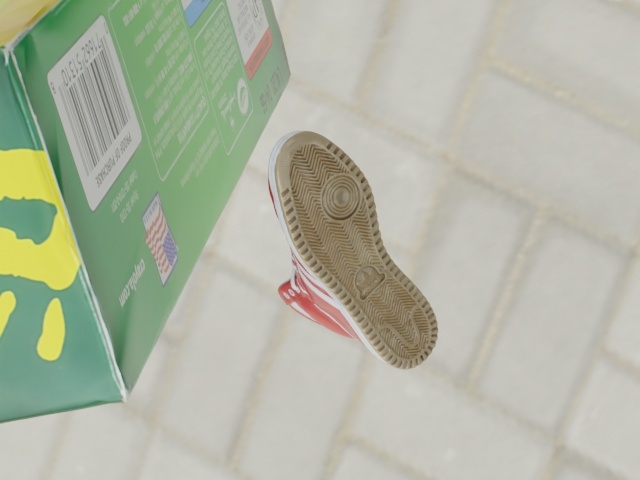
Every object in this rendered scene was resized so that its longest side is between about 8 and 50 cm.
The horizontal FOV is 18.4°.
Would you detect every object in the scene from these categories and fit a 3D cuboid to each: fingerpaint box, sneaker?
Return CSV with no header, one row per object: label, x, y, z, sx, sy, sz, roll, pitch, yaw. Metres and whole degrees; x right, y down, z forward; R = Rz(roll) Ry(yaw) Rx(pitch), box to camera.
fingerpaint box,-0.237,-0.044,0.981,0.371,0.445,0.163,-12,109,12
sneaker,0.000,0.000,0.823,0.067,0.042,0.118,25,150,56
